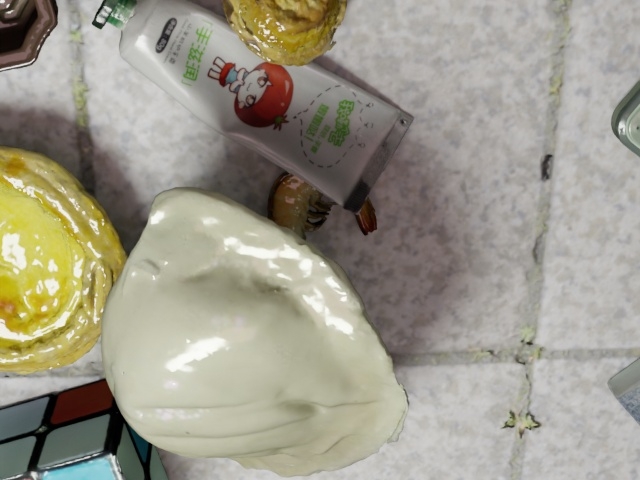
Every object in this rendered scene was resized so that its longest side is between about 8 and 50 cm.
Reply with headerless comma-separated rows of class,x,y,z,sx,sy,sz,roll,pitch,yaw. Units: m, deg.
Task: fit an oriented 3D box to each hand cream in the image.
hand cream,-0.068,-0.154,0.985,0.336,0.076,0.121,29,91,-18

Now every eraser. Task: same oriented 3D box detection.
eraser,0.446,0.223,1.185,0.092,0.046,0.212,-38,110,11

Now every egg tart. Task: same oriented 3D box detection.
egg tart,-0.336,0.017,1.020,0.278,0.095,0.279,0,113,1
egg tart,-0.031,-0.234,0.943,0.128,0.049,0.129,0,88,-17

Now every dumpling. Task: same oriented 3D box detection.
dumpling,-0.066,0.134,0.985,0.315,0.233,0.395,25,135,14

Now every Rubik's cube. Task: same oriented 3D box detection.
Rubik's cube,-0.277,0.283,1.087,0.180,0.167,0.183,-18,113,1

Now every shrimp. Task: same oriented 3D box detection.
shrimp,0.000,0.000,1.071,0.124,0.034,0.178,-2,110,-11

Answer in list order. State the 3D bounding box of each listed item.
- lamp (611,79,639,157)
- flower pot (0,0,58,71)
lamp,0.487,-0.149,1.040,0.266,0.047,0.269,34,105,-15
flower pot,-0.350,-0.281,0.902,0.178,0.084,0.251,-13,113,0
